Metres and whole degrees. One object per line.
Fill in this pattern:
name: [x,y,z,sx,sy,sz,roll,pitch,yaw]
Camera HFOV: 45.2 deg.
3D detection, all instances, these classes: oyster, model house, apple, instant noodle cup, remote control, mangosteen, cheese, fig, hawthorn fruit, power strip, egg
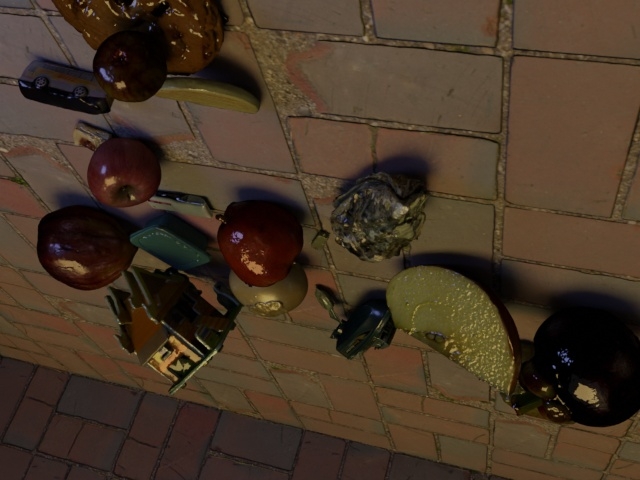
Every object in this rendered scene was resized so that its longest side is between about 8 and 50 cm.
oyster: [0.117,-0.045,1.478,0.162,0.158,0.351,-13,172,-14]
model house: [-0.371,0.156,1.999,0.313,0.358,0.242,43,120,-8]
apple: [-0.410,-0.146,1.607,0.153,0.120,0.153,-12,148,-7]
instant noodle cup: [-0.366,-0.001,1.924,0.179,0.070,0.157,36,147,-30]
remote control: [-0.333,-0.084,1.790,0.166,0.029,0.065,9,153,18]
mangosteen: [0.546,0.289,1.657,0.302,0.275,0.275,-32,138,5]
apple: [0.309,0.180,1.693,0.346,0.179,0.254,31,168,29]
cheese: [0.018,0.166,2.013,0.067,0.026,0.121,26,151,58]
fig: [-0.605,0.019,1.959,0.263,0.224,0.224,17,154,19]
hawthorn fruit: [-0.141,-0.003,1.665,0.202,0.185,0.185,35,149,-22]
fig: [-0.288,-0.263,1.198,0.103,0.109,0.155,51,179,8]
power strip: [0.000,0.000,1.755,0.027,0.017,0.083,21,153,-8]
egg: [-0.128,0.104,1.871,0.201,0.164,0.164,12,153,22]

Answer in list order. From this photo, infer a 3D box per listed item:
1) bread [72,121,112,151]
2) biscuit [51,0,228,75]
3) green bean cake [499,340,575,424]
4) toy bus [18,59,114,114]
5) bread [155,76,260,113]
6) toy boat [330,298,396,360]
bread: [-0.483,-0.215,1.633,0.083,0.035,0.070,25,151,-7]
biscuit: [-0.293,-0.356,1.209,0.295,0.075,0.296,15,153,8]
green bean cake: [0.578,0.370,1.975,0.232,0.124,0.236,11,153,14]
toy bus: [-0.475,-0.288,1.450,0.171,0.072,0.057,14,154,4]
bread: [-0.191,-0.256,1.309,0.192,0.036,0.112,7,178,-13]
toy boat: [0.127,0.225,1.992,0.122,0.114,0.296,28,153,-5]
